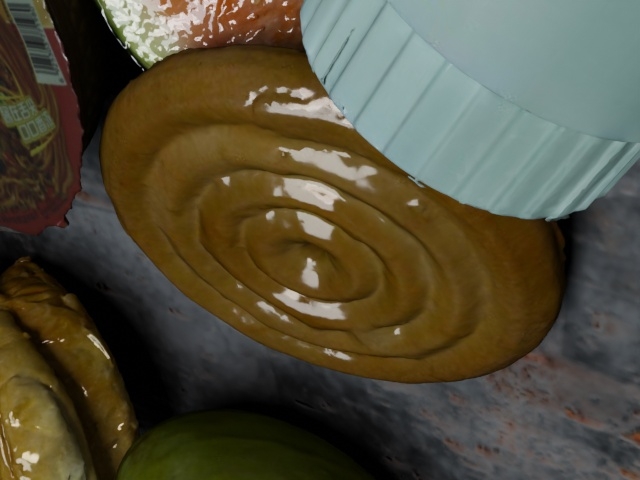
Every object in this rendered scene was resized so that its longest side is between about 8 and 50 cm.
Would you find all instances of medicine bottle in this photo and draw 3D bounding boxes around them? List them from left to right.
[{"bbox_3d":[0.118,-0.153,0.371,0.158,0.158,0.318,41,133,6],"label":"medicine bottle"}]

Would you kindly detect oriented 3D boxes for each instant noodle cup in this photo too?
[{"bbox_3d":[-0.195,-0.140,0.706,0.274,0.091,0.274,29,139,29],"label":"instant noodle cup"}]

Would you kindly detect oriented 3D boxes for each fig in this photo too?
[{"bbox_3d":[-0.022,0.206,0.807,0.225,0.203,0.203,-2,130,-4],"label":"fig"}]

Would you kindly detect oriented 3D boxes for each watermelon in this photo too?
[{"bbox_3d":[-0.061,-0.147,0.630,0.119,0.063,0.245,-22,104,26],"label":"watermelon"}]

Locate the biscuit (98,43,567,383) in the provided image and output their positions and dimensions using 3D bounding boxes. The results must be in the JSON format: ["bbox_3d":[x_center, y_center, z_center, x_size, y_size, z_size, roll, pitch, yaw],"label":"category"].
[{"bbox_3d":[0.000,0.001,0.655,0.262,0.037,0.262,18,147,12],"label":"biscuit"}]

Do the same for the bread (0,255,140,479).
[{"bbox_3d":[-0.212,0.123,0.887,0.236,0.120,0.198,43,145,41],"label":"bread"}]
